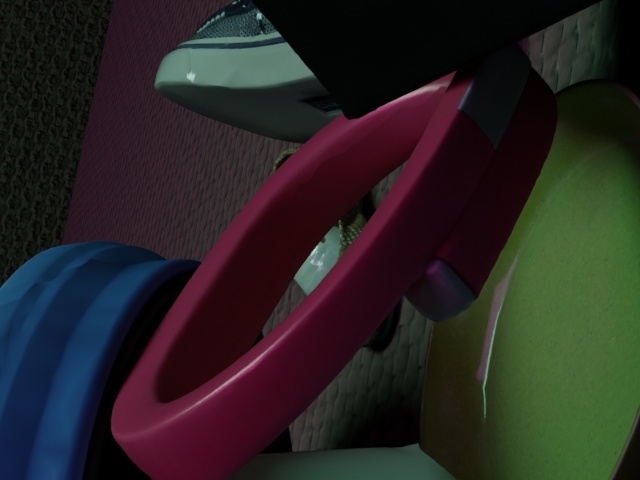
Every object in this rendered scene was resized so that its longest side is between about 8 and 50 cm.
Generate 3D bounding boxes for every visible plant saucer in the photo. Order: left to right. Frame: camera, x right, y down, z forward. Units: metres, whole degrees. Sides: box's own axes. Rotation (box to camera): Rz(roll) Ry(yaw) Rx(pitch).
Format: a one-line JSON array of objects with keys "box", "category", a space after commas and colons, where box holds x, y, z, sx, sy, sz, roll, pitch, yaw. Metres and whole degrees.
[{"box": [0.113, 0.045, 0.738, 0.241, 0.037, 0.241, -166, 90, -73], "category": "plant saucer"}]

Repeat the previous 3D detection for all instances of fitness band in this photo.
[{"box": [0.009, 0.003, 0.744, 0.209, 0.054, 0.291, -32, 17, 42], "category": "fitness band"}]

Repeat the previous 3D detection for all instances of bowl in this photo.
[{"box": [-0.094, 0.193, 0.868, 0.391, 0.077, 0.391, -3, -90, -75], "category": "bowl"}]

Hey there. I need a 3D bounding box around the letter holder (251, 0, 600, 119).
[{"box": [0.093, -0.200, 0.670, 0.214, 0.152, 0.302, -44, 10, -20], "category": "letter holder"}]

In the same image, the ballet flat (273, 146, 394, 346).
[{"box": [0.000, 0.000, 1.074, 0.206, 0.067, 0.073, -107, 37, -59], "category": "ballet flat"}]

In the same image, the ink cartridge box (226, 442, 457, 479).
[{"box": [0.027, 0.231, 0.634, 0.307, 0.129, 0.223, -151, 63, -72], "category": "ink cartridge box"}]

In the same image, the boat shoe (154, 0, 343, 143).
[{"box": [0.012, -0.160, 1.057, 0.340, 0.127, 0.158, 3, 73, 55], "category": "boat shoe"}]
